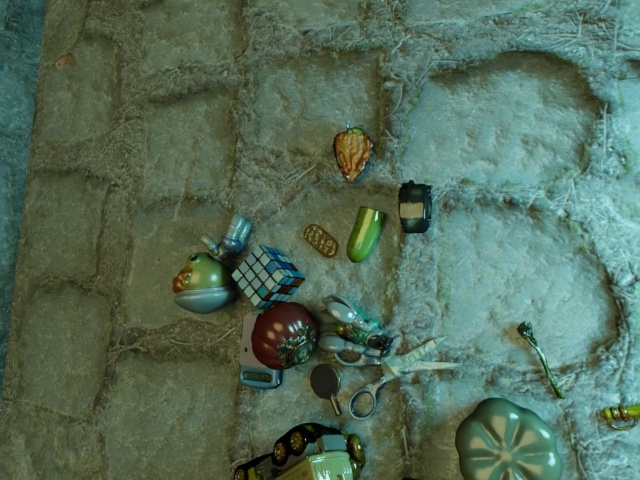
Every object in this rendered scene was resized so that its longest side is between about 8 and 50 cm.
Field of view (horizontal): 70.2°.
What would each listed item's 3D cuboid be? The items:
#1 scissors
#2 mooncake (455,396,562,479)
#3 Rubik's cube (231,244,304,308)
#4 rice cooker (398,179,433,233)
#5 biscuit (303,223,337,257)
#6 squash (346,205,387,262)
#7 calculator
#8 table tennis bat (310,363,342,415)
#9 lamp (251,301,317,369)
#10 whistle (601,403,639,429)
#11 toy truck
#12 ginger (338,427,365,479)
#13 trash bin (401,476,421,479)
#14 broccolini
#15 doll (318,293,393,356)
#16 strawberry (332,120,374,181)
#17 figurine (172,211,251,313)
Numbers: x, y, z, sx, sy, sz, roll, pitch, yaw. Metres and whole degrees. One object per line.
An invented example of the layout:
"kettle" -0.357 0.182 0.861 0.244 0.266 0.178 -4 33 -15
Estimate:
"scissors" 0.235 0.390 1.394 0.383 0.029 0.256 -20 71 18
"mooncake" 0.490 0.561 1.198 0.275 0.135 0.275 -5 77 21
"Rubik's cube" -0.178 0.127 1.557 0.155 0.151 0.154 -48 65 12
"rice cooker" 0.291 -0.102 1.398 0.106 0.112 0.165 7 85 19
"biscuit" 0.000 0.000 1.566 0.147 0.018 0.071 42 99 23
"squash" 0.141 -0.014 1.468 0.095 0.095 0.188 20 94 26
"calculator" -0.206 0.384 1.584 0.173 0.051 0.293 -1 82 23
"table tennis bat" 0.004 0.478 1.437 0.107 0.119 0.170 -33 69 18
"lamp" -0.117 0.299 1.451 0.227 0.227 0.227 -4 81 24
"whistle" 0.772 0.439 1.146 0.109 0.057 0.046 -25 28 28
"toy truck" -0.081 0.720 1.348 0.405 0.180 0.254 -42 46 26
"ginger" 0.092 0.667 1.396 0.103 0.073 0.162 -2 76 28
"trash bin" 0.303 0.804 1.261 0.165 0.115 0.225 -3 85 23
"broccolini" 0.606 0.323 1.239 0.044 0.042 0.218 -30 77 16
"doll" 0.090 0.255 1.403 0.258 0.153 0.195 -2 97 39
"strawberry" 0.114 -0.296 1.523 0.140 0.085 0.192 -29 77 10
"figurine" -0.366 0.083 1.609 0.205 0.224 0.382 24 92 22
